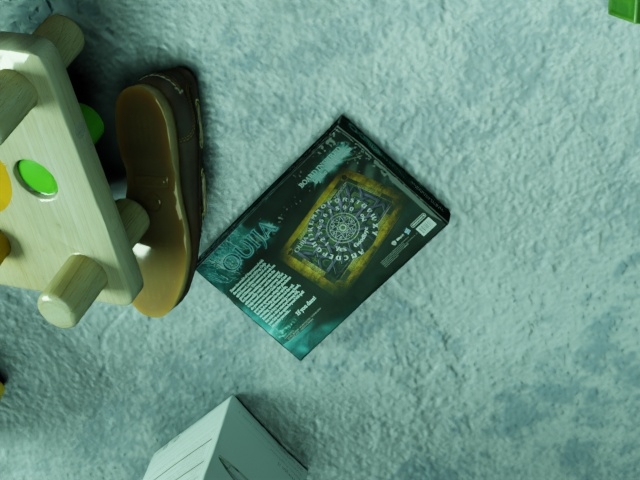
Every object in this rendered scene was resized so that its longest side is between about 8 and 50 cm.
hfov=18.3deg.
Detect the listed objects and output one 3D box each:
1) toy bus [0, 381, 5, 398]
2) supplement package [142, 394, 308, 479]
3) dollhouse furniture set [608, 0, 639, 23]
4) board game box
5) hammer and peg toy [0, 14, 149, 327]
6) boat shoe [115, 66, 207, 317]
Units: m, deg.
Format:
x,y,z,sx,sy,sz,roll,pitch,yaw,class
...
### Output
x,y,z,sx,sy,sz,roll,pitch,yaw,class
-0.442,0.073,1.712,0.333,0.108,0.130,44,112,-12,toy bus
-0.092,0.235,1.696,0.105,0.179,0.105,-37,105,21,supplement package
0.304,-0.185,1.534,0.152,0.058,0.076,-4,108,-11,dollhouse furniture set
0.000,0.000,1.660,0.126,0.026,0.186,42,113,-11,board game box
-0.294,-0.105,1.525,0.266,0.127,0.361,8,135,28,hammer and peg toy
-0.124,-0.040,1.634,0.073,0.073,0.207,15,116,23,boat shoe
